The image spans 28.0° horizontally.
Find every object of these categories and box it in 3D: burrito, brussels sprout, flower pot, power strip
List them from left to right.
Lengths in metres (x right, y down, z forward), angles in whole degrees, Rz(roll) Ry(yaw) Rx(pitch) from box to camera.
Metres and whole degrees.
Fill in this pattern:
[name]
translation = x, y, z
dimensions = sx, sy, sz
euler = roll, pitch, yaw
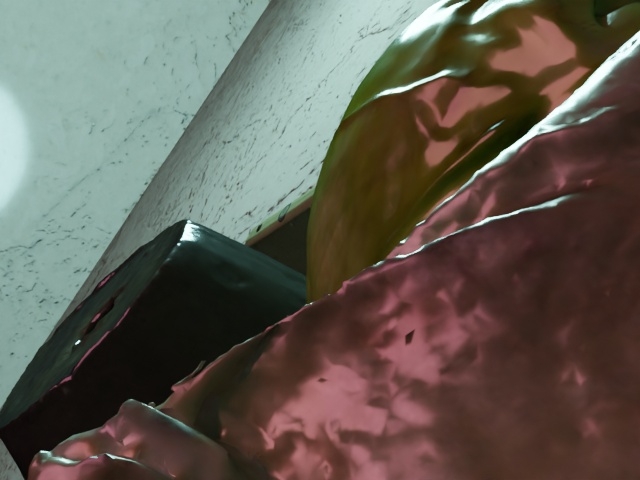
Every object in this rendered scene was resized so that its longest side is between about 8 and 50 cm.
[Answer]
[flower pot]
translation = -0.071, 0.097, 0.717
dimensions = 0.269, 0.166, 0.269
euler = -41, 16, 15
[power strip]
translation = 0.000, 0.000, 0.972
dimensions = 0.169, 0.076, 0.028
euler = -30, 25, 58
[brussels sprout]
translation = 0.078, -0.006, 0.527
dimensions = 0.223, 0.161, 0.223
euler = -59, 6, 10
[burrito]
translation = 0.079, 0.047, 0.343
dimensions = 0.347, 0.175, 0.107
euler = -38, -25, -19
